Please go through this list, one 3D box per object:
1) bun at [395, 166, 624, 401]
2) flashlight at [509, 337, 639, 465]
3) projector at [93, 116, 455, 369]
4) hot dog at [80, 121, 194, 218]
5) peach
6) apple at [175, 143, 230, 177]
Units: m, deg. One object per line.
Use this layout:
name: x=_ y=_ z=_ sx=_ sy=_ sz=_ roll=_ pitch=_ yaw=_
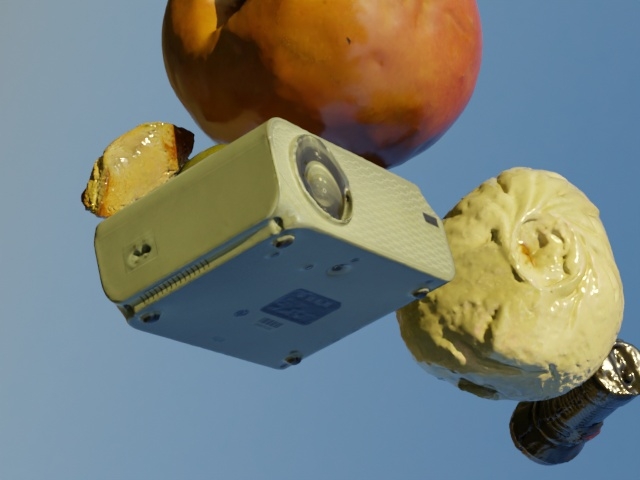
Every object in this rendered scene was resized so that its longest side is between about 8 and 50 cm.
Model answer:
bun: x=0.186 y=0.041 z=1.771 sx=0.153 sy=0.244 sz=0.244 roll=96 pitch=7 yaw=-67
flashlight: x=0.287 y=0.179 z=1.957 sx=0.232 sy=0.093 sz=0.093 roll=128 pitch=-23 yaw=-62
projector: x=-0.033 y=0.013 z=1.510 sx=0.198 sy=0.250 sz=0.108 roll=-29 pitch=-121 yaw=27
hot dog: x=-0.200 y=-0.074 z=1.859 sx=0.061 sy=0.078 sz=0.169 roll=1 pitch=-151 yaw=38
peach: x=0.007 y=-0.220 z=1.941 sx=0.343 sy=0.302 sz=0.343 roll=-22 pitch=-122 yaw=40
apple: x=-0.077 y=-0.003 z=1.789 sx=0.196 sy=0.157 sz=0.196 roll=7 pitch=90 yaw=-75
